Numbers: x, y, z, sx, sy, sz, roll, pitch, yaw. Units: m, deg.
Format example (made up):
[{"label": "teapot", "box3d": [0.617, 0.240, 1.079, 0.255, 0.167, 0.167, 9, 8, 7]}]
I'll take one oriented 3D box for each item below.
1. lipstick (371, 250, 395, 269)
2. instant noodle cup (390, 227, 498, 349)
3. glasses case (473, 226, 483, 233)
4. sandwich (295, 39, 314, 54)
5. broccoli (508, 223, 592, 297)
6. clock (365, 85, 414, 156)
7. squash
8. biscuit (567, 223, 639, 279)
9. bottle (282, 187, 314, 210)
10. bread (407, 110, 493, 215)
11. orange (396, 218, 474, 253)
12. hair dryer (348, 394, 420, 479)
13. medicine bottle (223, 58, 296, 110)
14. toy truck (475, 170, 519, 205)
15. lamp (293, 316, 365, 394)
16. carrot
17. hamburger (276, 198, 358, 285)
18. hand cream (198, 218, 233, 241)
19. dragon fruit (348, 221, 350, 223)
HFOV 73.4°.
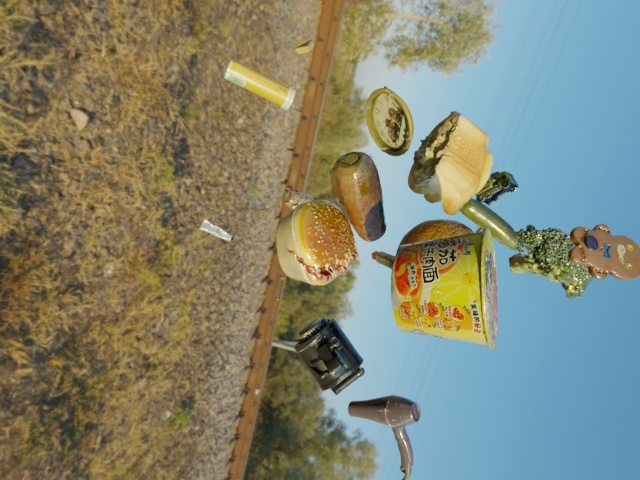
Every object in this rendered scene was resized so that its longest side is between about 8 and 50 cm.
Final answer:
[{"label": "lipstick", "box3d": [0.263, 0.079, 1.620, 0.312, 0.051, 0.051, -154, -127, -69]}, {"label": "instant noodle cup", "box3d": [0.281, 0.106, 0.963, 0.264, 0.200, 0.265, 10, 79, -63]}, {"label": "glasses case", "box3d": [0.806, -0.058, 2.118, 0.194, 0.049, 0.073, -45, 174, -25]}, {"label": "sandwich", "box3d": [-0.052, -0.739, 1.645, 0.044, 0.083, 0.031, 51, -8, 45]}, {"label": "broccoli", "box3d": [1.044, 0.119, 1.953, 0.397, 0.274, 0.353, 83, -19, -57]}, {"label": "clock", "box3d": [0.243, -0.403, 1.453, 0.057, 0.237, 0.237, -29, 158, -22]}, {"label": "squash", "box3d": [0.677, -0.060, 1.679, 0.087, 0.331, 0.087, -53, -176, 6]}, {"label": "biscuit", "box3d": [0.866, 0.037, 1.296, 0.039, 0.236, 0.180, 115, -11, -71]}, {"label": "bottle", "box3d": [-0.102, -0.165, 1.818, 0.152, 0.098, 0.099, 20, 82, -51]}, {"label": "bread", "box3d": [0.442, -0.257, 1.476, 0.211, 0.270, 0.316, 8, -108, 64]}, {"label": "orange", "box3d": [0.477, 0.073, 1.734, 0.357, 0.321, 0.322, -31, -139, 56]}, {"label": "hair dryer", "box3d": [0.278, 0.789, 1.698, 0.121, 0.301, 0.362, -17, 91, -52]}, {"label": "medicine bottle", "box3d": [-0.188, -0.486, 1.339, 0.074, 0.218, 0.074, -48, -149, 42]}, {"label": "toy truck", "box3d": [0.816, -0.252, 2.011, 0.191, 0.085, 0.116, -35, -127, 42]}, {"label": "lamp", "box3d": [0.028, 0.446, 1.720, 0.205, 0.272, 0.374, -34, 155, -6]}, {"label": "carrot", "box3d": [0.125, -0.121, 1.255, 0.302, 0.138, 0.139, 59, 35, -46]}, {"label": "hamburger", "box3d": [0.000, 0.000, 1.190, 0.295, 0.151, 0.227, -27, 104, -57]}, {"label": "hand cream", "box3d": [-0.267, -0.023, 1.107, 0.030, 0.093, 0.019, -63, -158, -7]}, {"label": "dragon fruit", "box3d": [0.080, -0.055, 2.137, 0.068, 0.112, 0.126, -115, -137, -56]}]
